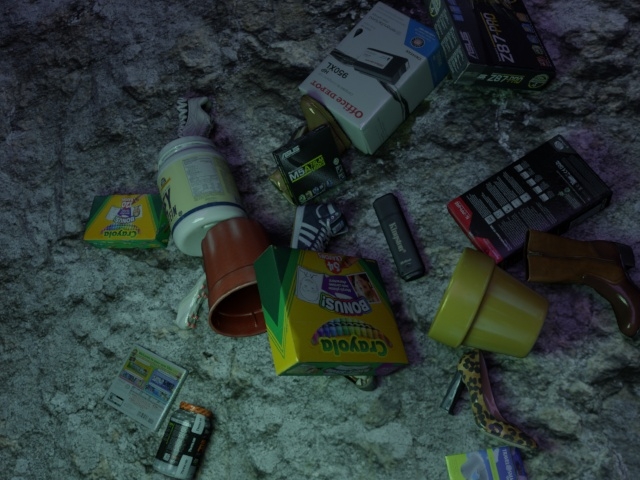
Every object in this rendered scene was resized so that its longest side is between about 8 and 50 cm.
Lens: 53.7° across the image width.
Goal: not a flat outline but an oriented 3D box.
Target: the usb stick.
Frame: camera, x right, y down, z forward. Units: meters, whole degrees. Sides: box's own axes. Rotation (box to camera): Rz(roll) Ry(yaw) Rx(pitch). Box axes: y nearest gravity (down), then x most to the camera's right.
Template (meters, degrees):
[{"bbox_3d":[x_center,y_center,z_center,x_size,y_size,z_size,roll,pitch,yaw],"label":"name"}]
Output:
[{"bbox_3d":[0.226,-0.013,1.833,0.077,0.045,0.278,-22,63,7],"label":"usb stick"}]

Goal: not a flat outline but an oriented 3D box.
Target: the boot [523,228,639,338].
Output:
[{"bbox_3d":[0.647,0.102,1.559,0.280,0.096,0.264,8,67,-8],"label":"boot"}]

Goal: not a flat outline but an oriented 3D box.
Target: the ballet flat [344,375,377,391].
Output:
[{"bbox_3d":[0.063,0.333,1.724,0.213,0.068,0.072,31,80,26],"label":"ballet flat"}]

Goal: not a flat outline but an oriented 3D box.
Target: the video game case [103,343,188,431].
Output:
[{"bbox_3d":[-0.522,0.436,1.891,0.212,0.023,0.193,20,75,25],"label":"video game case"}]

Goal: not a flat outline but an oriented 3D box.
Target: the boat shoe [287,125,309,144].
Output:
[{"bbox_3d":[-0.085,-0.266,2.028,0.073,0.080,0.223,24,88,54],"label":"boat shoe"}]

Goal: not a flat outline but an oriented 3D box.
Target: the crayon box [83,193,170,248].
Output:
[{"bbox_3d":[-0.633,-0.063,2.104,0.278,0.081,0.165,-1,68,17],"label":"crayon box"}]

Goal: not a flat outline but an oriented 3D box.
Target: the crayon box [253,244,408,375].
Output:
[{"bbox_3d":[0.029,0.187,1.635,0.106,0.363,0.313,-43,51,39],"label":"crayon box"}]

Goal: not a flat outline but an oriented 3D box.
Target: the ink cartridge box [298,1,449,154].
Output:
[{"bbox_3d":[0.172,-0.512,1.993,0.285,0.166,0.395,39,84,27],"label":"ink cartridge box"}]

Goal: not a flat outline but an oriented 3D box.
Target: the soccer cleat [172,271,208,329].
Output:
[{"bbox_3d":[-0.390,0.177,1.937,0.076,0.068,0.196,18,77,26],"label":"soccer cleat"}]

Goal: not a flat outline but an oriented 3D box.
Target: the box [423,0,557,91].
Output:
[{"bbox_3d":[0.495,-0.634,1.898,0.318,0.097,0.395,-1,62,-21],"label":"box"}]

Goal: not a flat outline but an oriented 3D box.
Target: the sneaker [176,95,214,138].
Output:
[{"bbox_3d":[-0.423,-0.378,2.165,0.118,0.110,0.292,-10,65,4],"label":"sneaker"}]

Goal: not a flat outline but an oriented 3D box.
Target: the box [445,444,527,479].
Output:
[{"bbox_3d":[0.403,0.564,1.534,0.178,0.042,0.109,-15,65,12],"label":"box"}]

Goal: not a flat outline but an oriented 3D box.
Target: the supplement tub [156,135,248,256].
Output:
[{"bbox_3d":[-0.374,-0.140,1.969,0.235,0.235,0.325,-26,62,6],"label":"supplement tub"}]

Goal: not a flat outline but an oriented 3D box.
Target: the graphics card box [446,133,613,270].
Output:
[{"bbox_3d":[0.567,-0.100,1.735,0.371,0.094,0.233,-33,62,3],"label":"graphics card box"}]

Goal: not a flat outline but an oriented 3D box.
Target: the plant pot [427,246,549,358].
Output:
[{"bbox_3d":[0.426,0.176,1.590,0.239,0.254,0.254,24,76,10],"label":"plant pot"}]

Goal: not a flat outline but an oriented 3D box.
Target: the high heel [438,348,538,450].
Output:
[{"bbox_3d":[0.439,0.387,1.562,0.261,0.093,0.186,23,82,35],"label":"high heel"}]

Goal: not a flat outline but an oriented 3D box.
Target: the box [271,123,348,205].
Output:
[{"bbox_3d":[-0.028,-0.226,1.907,0.191,0.184,0.045,-30,31,-16],"label":"box"}]

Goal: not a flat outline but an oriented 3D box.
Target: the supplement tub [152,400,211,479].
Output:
[{"bbox_3d":[-0.375,0.549,1.743,0.117,0.117,0.190,13,73,22],"label":"supplement tub"}]

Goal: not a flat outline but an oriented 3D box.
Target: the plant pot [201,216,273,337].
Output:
[{"bbox_3d":[-0.218,0.093,1.821,0.272,0.272,0.265,-27,55,5],"label":"plant pot"}]

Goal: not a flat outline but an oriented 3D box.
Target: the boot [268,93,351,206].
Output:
[{"bbox_3d":[-0.058,-0.276,1.946,0.269,0.236,0.089,-46,23,-7],"label":"boot"}]

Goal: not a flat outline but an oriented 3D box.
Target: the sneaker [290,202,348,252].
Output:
[{"bbox_3d":[0.000,0.000,1.850,0.153,0.099,0.282,-8,52,13],"label":"sneaker"}]
